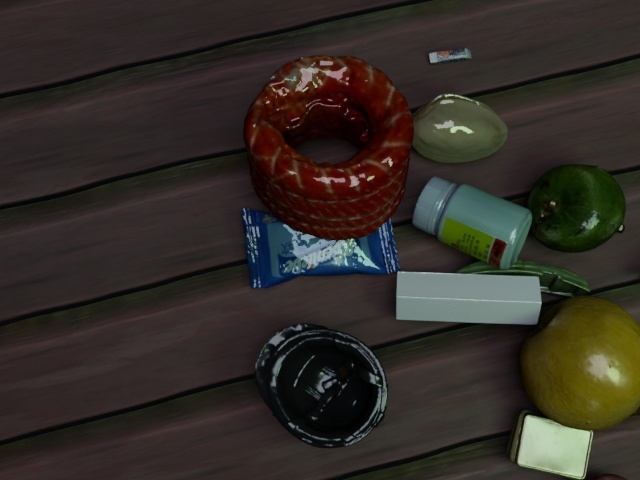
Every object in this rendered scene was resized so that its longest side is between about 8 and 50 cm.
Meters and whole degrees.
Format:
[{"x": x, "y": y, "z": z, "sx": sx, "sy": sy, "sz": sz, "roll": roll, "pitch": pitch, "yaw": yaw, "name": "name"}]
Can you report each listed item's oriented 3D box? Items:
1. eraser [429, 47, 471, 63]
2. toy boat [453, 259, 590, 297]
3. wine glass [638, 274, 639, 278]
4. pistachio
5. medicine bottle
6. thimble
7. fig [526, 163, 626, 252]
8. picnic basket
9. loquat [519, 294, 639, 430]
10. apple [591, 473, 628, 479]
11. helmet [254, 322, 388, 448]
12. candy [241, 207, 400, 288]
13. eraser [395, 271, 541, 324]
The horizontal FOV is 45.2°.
[{"x": 0.298, "y": -0.423, "z": 1.763, "sx": 0.099, "sy": 0.019, "sz": 0.027, "roll": -8, "pitch": 84, "yaw": -2, "name": "eraser"}, {"x": 0.432, "y": 0.079, "z": 1.674, "sx": 0.293, "sy": 0.093, "sz": 0.055, "roll": 6, "pitch": 66, "yaw": 2, "name": "toy boat"}, {"x": 0.833, "y": 0.166, "z": 1.655, "sx": 0.143, "sy": 0.143, "sz": 0.321, "roll": -35, "pitch": 87, "yaw": -5, "name": "wine glass"}, {"x": 0.298, "y": -0.247, "z": 1.694, "sx": 0.223, "sy": 0.126, "sz": 0.152, "roll": -3, "pitch": 117, "yaw": -7, "name": "pistachio"}, {"x": 0.323, "y": -0.041, "z": 1.635, "sx": 0.225, "sy": 0.139, "sz": 0.139, "roll": 26, "pitch": 83, "yaw": 20, "name": "medicine bottle"}, {"x": 0.021, "y": -0.192, "z": 1.589, "sx": 0.350, "sy": 0.230, "sz": 0.350, "roll": 0, "pitch": 62, "yaw": 1, "name": "thimble"}, {"x": 0.573, "y": -0.056, "z": 1.677, "sx": 0.203, "sy": 0.235, "sz": 0.203, "roll": -16, "pitch": 64, "yaw": 36, "name": "fig"}, {"x": 0.487, "y": 0.435, "z": 1.638, "sx": 0.164, "sy": 0.079, "sz": 0.115, "roll": 15, "pitch": 82, "yaw": 0, "name": "picnic basket"}, {"x": 0.550, "y": 0.256, "z": 1.567, "sx": 0.275, "sy": 0.275, "sz": 0.274, "roll": 0, "pitch": 83, "yaw": -2, "name": "loquat"}, {"x": 0.594, "y": 0.554, "z": 1.595, "sx": 0.153, "sy": 0.153, "sz": 0.120, "roll": -22, "pitch": 54, "yaw": -4, "name": "apple"}, {"x": 0.010, "y": 0.302, "z": 1.599, "sx": 0.279, "sy": 0.160, "sz": 0.230, "roll": 28, "pitch": 83, "yaw": 16, "name": "helmet"}, {"x": 0.000, "y": 0.000, "z": 1.679, "sx": 0.331, "sy": 0.077, "sz": 0.187, "roll": -8, "pitch": 90, "yaw": -1, "name": "candy"}, {"x": 0.310, "y": 0.122, "z": 1.634, "sx": 0.298, "sy": 0.078, "sz": 0.076, "roll": 1, "pitch": 45, "yaw": 7, "name": "eraser"}]
